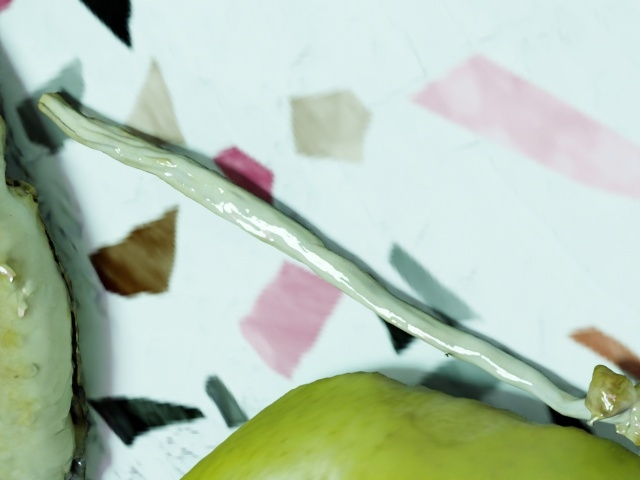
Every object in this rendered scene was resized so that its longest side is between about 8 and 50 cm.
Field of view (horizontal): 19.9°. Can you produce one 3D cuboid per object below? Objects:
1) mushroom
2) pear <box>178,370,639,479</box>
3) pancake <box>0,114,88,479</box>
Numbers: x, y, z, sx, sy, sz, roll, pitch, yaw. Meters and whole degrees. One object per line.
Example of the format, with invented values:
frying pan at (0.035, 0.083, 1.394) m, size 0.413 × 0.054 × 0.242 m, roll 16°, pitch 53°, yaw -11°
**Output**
mushroom at (-0.001, 0.006, 0.645) m, size 0.286 × 0.026 × 0.028 m, roll 27°, pitch 120°, yaw 33°
pear at (0.038, 0.234, 0.640) m, size 0.386 × 0.191 × 0.340 m, roll -1°, pitch 118°, yaw 48°
pancake at (-0.248, -0.011, 0.855) m, size 0.382 × 0.071 × 0.382 m, roll 27°, pitch 135°, yaw 31°
